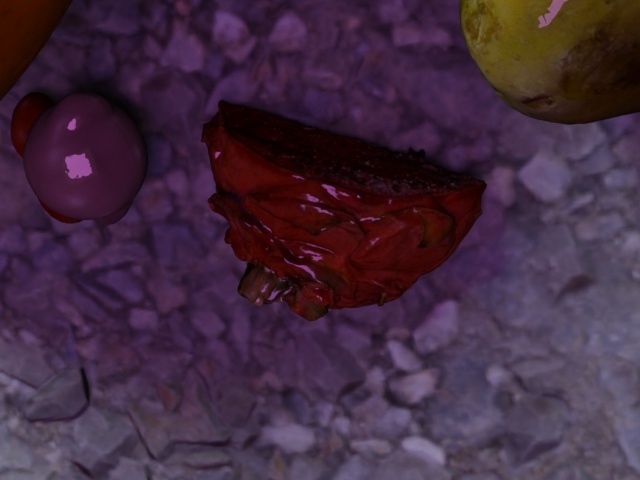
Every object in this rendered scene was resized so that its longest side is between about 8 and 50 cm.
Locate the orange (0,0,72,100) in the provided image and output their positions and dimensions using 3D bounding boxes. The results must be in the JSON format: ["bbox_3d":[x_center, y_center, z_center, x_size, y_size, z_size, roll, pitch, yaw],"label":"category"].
[{"bbox_3d":[-0.277,-0.222,0.706,0.424,0.326,0.424,11,119,19],"label":"orange"}]

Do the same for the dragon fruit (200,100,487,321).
[{"bbox_3d":[0.000,0.000,0.876,0.162,0.083,0.106,16,115,1],"label":"dragon fruit"}]

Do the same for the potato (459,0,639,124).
[{"bbox_3d":[0.184,-0.216,0.703,0.195,0.176,0.369,36,115,4],"label":"potato"}]

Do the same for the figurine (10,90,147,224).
[{"bbox_3d":[-0.129,-0.043,0.888,0.071,0.067,0.083,-6,128,34],"label":"figurine"}]
